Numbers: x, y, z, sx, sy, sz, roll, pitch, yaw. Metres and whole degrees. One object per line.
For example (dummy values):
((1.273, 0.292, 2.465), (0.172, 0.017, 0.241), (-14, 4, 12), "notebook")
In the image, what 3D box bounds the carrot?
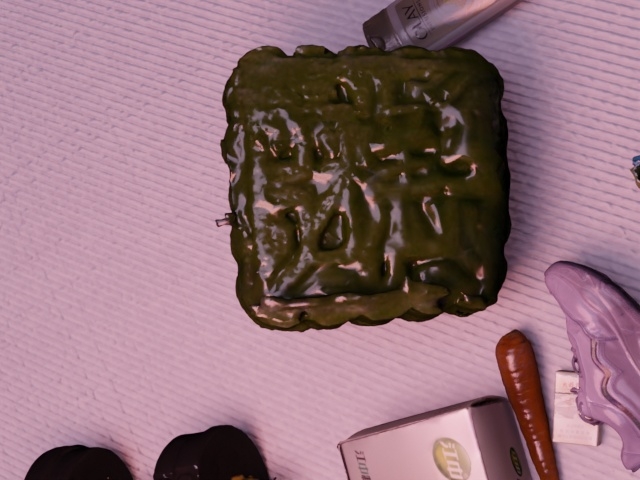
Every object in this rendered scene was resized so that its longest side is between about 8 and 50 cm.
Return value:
((0.247, 0.210, 1.536), (0.048, 0.048, 0.216), (-16, 89, 26), "carrot")

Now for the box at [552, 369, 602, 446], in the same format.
((0.297, 0.193, 1.520), (0.054, 0.024, 0.083), (2, 90, 28), "box")

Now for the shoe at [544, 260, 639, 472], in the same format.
((0.321, 0.136, 1.461), (0.137, 0.095, 0.245), (-45, 76, 7), "shoe")

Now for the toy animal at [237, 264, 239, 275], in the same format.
((0.007, 0.006, 1.637), (0.269, 0.082, 0.137), (-37, 75, 13), "toy animal")

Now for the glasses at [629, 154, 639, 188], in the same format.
((0.442, -0.003, 1.432), (0.239, 0.102, 0.207), (19, 126, 25), "glasses")

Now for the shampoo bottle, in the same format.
((0.160, -0.284, 1.578), (0.227, 0.056, 0.086), (-31, 75, 23), "shampoo bottle")

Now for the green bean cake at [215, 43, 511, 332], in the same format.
((0.044, -0.062, 1.485), (0.335, 0.218, 0.319), (-5, 85, -6), "green bean cake")

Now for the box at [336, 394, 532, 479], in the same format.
((0.162, 0.360, 1.519), (0.173, 0.145, 0.333), (-20, 80, 27), "box")

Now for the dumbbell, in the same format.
((-0.224, 0.341, 1.696), (0.388, 0.185, 0.185), (-12, 84, 26), "dumbbell")
